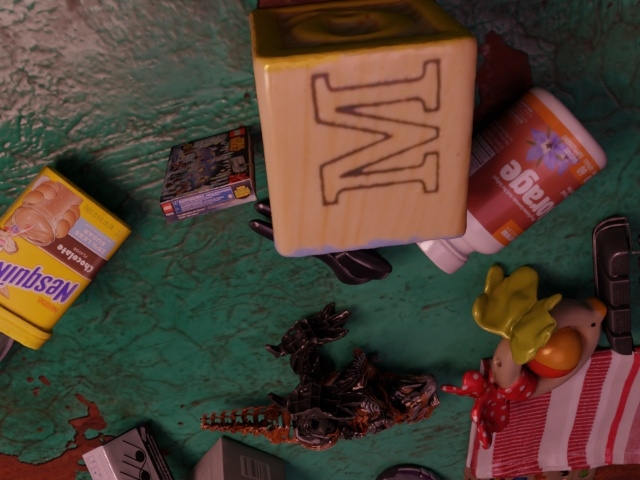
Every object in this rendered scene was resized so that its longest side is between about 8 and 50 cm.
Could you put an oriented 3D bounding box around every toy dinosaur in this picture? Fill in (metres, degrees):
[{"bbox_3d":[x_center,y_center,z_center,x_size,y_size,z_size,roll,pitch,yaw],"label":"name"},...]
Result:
[{"bbox_3d":[0.006,0.231,0.900,0.321,0.164,0.218,-25,141,-16],"label":"toy dinosaur"}]

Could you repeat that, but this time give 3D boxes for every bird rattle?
[{"bbox_3d":[0.292,0.163,0.885,0.206,0.143,0.254,-7,118,-19],"label":"bird rattle"}]

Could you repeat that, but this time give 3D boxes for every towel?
[{"bbox_3d":[0.403,0.273,1.025,0.328,0.037,0.237,-3,117,-5],"label":"towel"}]

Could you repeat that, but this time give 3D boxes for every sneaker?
[{"bbox_3d":[0.190,0.451,1.077,0.223,0.098,0.083,30,113,-23],"label":"sneaker"}]

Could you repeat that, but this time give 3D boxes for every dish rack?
[{"bbox_3d":[0.507,0.061,0.848,0.271,0.074,0.208,-7,125,19],"label":"dish rack"}]

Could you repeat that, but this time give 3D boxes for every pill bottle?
[{"bbox_3d":[0.204,-0.063,0.750,0.121,0.121,0.216,39,110,-26],"label":"pill bottle"}]

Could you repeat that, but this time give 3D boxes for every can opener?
[{"bbox_3d":[0.000,0.000,0.805,0.186,0.059,0.073,26,142,-11],"label":"can opener"}]

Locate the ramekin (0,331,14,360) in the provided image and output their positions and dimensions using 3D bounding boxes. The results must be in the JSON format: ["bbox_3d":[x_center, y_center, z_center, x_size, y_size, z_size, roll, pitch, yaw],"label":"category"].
[{"bbox_3d":[-0.511,0.106,0.760,0.272,0.127,0.273,-3,122,-5],"label":"ramekin"}]

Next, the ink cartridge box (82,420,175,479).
[{"bbox_3d":[-0.243,0.369,0.911,0.046,0.097,0.207,-29,83,25],"label":"ink cartridge box"}]

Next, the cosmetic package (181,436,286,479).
[{"bbox_3d":[-0.167,0.431,1.019,0.127,0.107,0.238,27,112,-25],"label":"cosmetic package"}]

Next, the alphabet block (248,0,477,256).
[{"bbox_3d":[0.034,-0.122,0.655,0.193,0.192,0.197,-8,123,-5],"label":"alphabet block"}]

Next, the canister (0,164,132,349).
[{"bbox_3d":[-0.311,0.017,0.726,0.126,0.073,0.170,42,81,-30],"label":"canister"}]

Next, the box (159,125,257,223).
[{"bbox_3d":[-0.117,-0.074,0.693,0.093,0.137,0.027,-15,123,1],"label":"box"}]

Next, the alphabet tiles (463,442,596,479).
[{"bbox_3d":[0.362,0.375,1.106,0.237,0.009,0.198,-4,122,-4],"label":"alphabet tiles"}]
